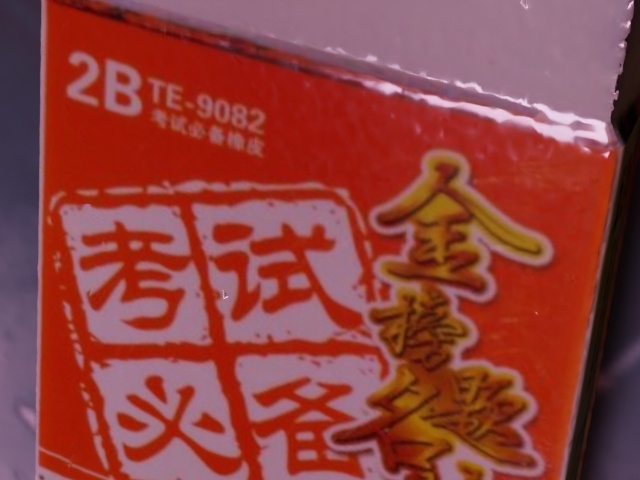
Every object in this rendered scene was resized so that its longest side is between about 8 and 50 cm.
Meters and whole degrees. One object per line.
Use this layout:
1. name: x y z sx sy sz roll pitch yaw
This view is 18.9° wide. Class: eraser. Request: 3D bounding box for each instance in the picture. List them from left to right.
1. eraser: 0.000 0.000 0.508 0.157 0.038 0.230 16 121 18
